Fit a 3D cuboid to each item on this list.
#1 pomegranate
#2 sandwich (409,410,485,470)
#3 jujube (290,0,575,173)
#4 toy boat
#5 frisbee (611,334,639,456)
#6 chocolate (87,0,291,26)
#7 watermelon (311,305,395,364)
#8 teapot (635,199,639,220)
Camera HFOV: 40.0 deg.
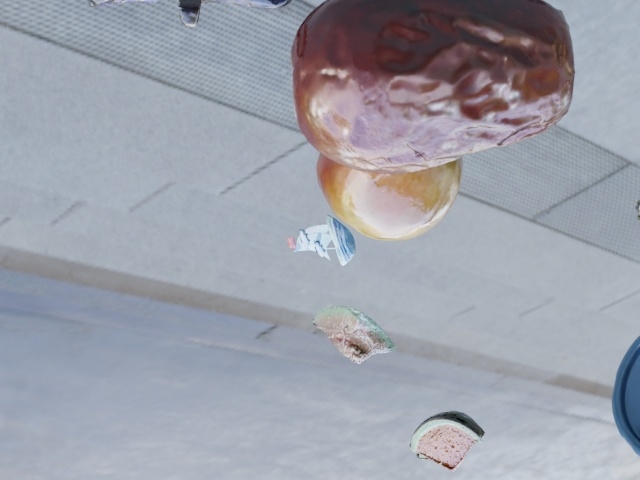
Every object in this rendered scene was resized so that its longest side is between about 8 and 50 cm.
[{"bbox_3d":[0.127,-0.134,1.442,0.229,0.252,0.270,34,116,-4],"label":"pomegranate"},{"bbox_3d":[0.156,0.250,1.103,0.026,0.069,0.101,-17,146,-53],"label":"sandwich"},{"bbox_3d":[0.123,-0.190,1.012,0.318,0.223,0.223,-3,144,7],"label":"jujube"},{"bbox_3d":[0.004,-0.008,1.756,0.034,0.149,0.105,-40,142,-49],"label":"toy boat"},{"bbox_3d":[0.575,0.217,1.321,0.049,0.289,0.289,38,119,-26],"label":"frisbee"},{"bbox_3d":[-0.168,-0.372,1.227,0.344,0.148,0.126,-3,180,-19],"label":"chocolate"},{"bbox_3d":[0.050,0.162,1.647,0.080,0.155,0.101,-41,137,-19],"label":"watermelon"},{"bbox_3d":[0.816,-0.099,2.018,0.183,0.173,0.269,-12,118,8],"label":"teapot"}]
